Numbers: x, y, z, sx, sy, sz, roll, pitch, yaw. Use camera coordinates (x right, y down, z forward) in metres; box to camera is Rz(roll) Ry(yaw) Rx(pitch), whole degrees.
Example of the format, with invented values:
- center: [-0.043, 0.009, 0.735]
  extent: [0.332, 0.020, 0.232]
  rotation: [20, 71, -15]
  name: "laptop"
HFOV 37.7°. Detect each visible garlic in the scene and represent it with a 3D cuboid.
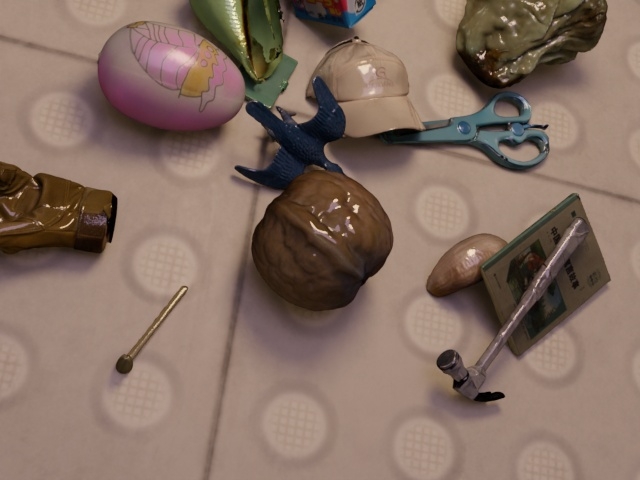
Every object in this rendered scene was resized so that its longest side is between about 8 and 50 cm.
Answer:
- center: [0.299, 0.038, 1.805]
  extent: [0.195, 0.101, 0.087]
  rotation: [-27, 76, -25]
  name: "garlic"

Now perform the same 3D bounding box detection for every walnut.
- center: [0.001, 0.000, 1.663]
  extent: [0.248, 0.248, 0.248]
  rotation: [6, 66, -14]
  name: "walnut"

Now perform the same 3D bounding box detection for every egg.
- center: [-0.273, -0.297, 1.726]
  extent: [0.271, 0.196, 0.196]
  rotation: [16, 64, -3]
  name: "egg"

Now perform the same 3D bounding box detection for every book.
- center: [-0.113, -0.332, 1.888]
  extent: [0.103, 0.017, 0.135]
  rotation: [28, 62, -1]
  name: "book"
- center: [0.440, 0.064, 1.825]
  extent: [0.283, 0.025, 0.215]
  rotation: [-36, 113, -24]
  name: "book"

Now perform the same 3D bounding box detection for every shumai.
- center: [0.418, -0.453, 1.958]
  extent: [0.309, 0.304, 0.263]
  rotation: [38, 74, 4]
  name: "shumai"

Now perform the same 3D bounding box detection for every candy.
- center: [-0.007, -0.580, 1.849]
  extent: [0.157, 0.306, 0.100]
  rotation: [23, 57, 36]
  name: "candy"

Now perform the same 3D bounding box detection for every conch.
- center: [-0.150, -0.450, 1.849]
  extent: [0.143, 0.137, 0.250]
  rotation: [-39, 75, -25]
  name: "conch"

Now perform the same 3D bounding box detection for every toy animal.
- center: [-0.035, -0.189, 1.775]
  extent: [0.255, 0.239, 0.176]
  rotation: [22, 20, -52]
  name: "toy animal"

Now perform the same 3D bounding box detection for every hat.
- center: [0.104, -0.301, 1.852]
  extent: [0.219, 0.164, 0.226]
  rotation: [-8, 26, -20]
  name: "hat"

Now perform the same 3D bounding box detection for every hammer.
- center: [-0.286, 0.144, 1.616]
  extent: [0.028, 0.060, 0.195]
  rotation: [34, 58, 0]
  name: "hammer"
- center: [0.379, 0.116, 1.754]
  extent: [0.152, 0.044, 0.427]
  rotation: [45, 73, -27]
  name: "hammer"

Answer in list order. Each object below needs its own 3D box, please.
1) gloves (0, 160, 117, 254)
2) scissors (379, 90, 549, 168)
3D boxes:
- center: [-0.511, -0.052, 1.584]
  extent: [0.331, 0.141, 0.154]
  rotation: [8, 91, -24]
  name: "gloves"
- center: [0.303, -0.224, 1.957]
  extent: [0.393, 0.032, 0.180]
  rotation: [-6, 70, -20]
  name: "scissors"
